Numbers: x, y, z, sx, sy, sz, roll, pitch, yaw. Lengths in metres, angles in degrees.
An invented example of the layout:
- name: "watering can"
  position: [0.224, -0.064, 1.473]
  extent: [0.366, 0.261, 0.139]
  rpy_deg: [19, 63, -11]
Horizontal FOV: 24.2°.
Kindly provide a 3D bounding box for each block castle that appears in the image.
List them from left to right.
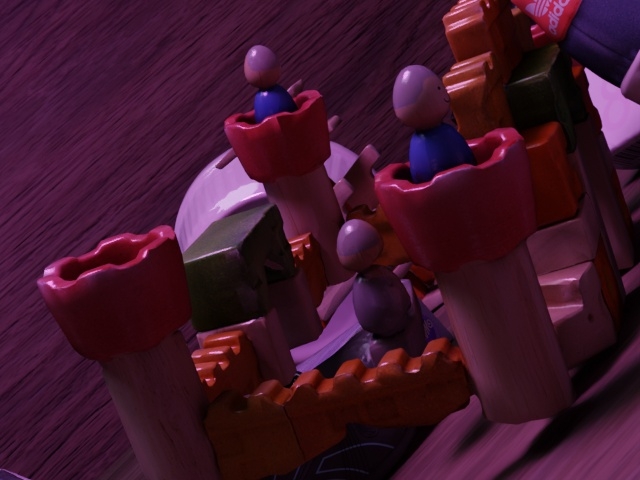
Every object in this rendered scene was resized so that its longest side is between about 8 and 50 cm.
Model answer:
- name: "block castle"
  position: [0.033, -0.033, 1.007]
  extent: [0.303, 0.213, 0.453]
  rpy_deg: [-15, 14, 18]

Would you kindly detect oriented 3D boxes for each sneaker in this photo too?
- name: "sneaker"
  position: [-0.027, 0.150, 1.043]
  extent: [0.267, 0.106, 0.101]
  rpy_deg: [-48, 39, -17]
- name: "sneaker"
  position: [0.238, -0.225, 1.020]
  extent: [0.350, 0.148, 0.131]
  rpy_deg: [-47, -16, -48]

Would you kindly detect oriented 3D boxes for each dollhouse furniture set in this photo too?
- name: "dollhouse furniture set"
  position: [0.000, 0.000, 1.490]
  extent: [0.135, 0.262, 0.259]
  rpy_deg: [-44, 3, 25]

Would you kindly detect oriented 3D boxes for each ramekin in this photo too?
- name: "ramekin"
  position: [-0.037, 0.021, 1.718]
  extent: [0.273, 0.273, 0.127]
  rpy_deg: [-42, 16, 14]

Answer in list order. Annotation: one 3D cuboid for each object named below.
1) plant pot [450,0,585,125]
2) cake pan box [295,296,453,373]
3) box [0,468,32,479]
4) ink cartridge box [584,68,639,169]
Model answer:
- name: "plant pot"
  position: [0.234, -0.157, 1.500]
  extent: [0.167, 0.188, 0.187]
  rpy_deg: [-54, 4, -2]
- name: "cake pan box"
  position: [-0.029, 0.173, 1.285]
  extent: [0.245, 0.070, 0.267]
  rpy_deg: [-36, 7, 44]
- name: "box"
  position: [-0.288, 0.350, 1.031]
  extent: [0.322, 0.079, 0.257]
  rpy_deg: [-48, -22, -59]
- name: "ink cartridge box"
  position: [0.287, -0.198, 1.233]
  extent: [0.066, 0.232, 0.189]
  rpy_deg: [5, -22, -26]
